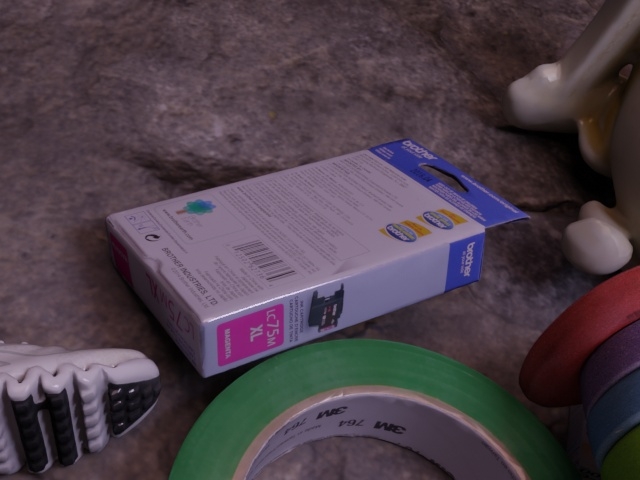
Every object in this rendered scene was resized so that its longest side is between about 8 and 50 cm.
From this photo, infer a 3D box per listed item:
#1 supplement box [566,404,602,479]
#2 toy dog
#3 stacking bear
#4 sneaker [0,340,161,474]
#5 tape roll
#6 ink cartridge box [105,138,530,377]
[{"bbox_3d":[0.245,0.165,0.790,0.062,0.036,0.098,19,51,-1],"label":"supplement box"},{"bbox_3d":[0.400,-0.035,0.875,0.395,0.284,0.407,12,50,-31],"label":"toy dog"},{"bbox_3d":[0.271,0.168,0.614,0.175,0.164,0.289,-9,52,-9],"label":"stacking bear"},{"bbox_3d":[-0.260,0.104,0.654,0.292,0.110,0.118,-6,46,-21],"label":"sneaker"},{"bbox_3d":[0.043,0.225,0.660,0.321,0.077,0.321,8,52,-10],"label":"tape roll"},{"bbox_3d":[0.000,0.000,0.791,0.311,0.065,0.186,-19,35,-26],"label":"ink cartridge box"}]
